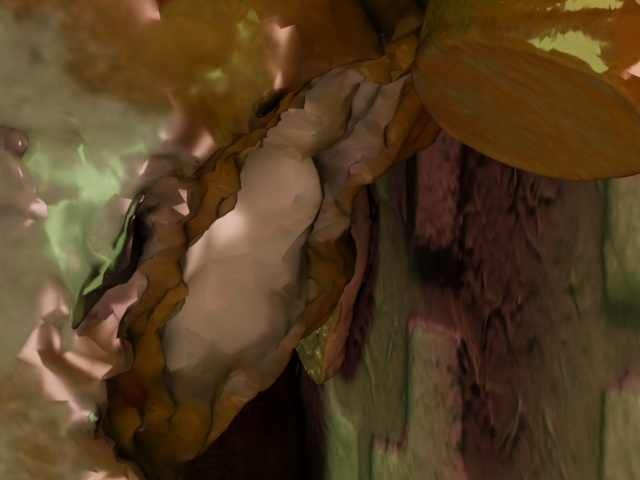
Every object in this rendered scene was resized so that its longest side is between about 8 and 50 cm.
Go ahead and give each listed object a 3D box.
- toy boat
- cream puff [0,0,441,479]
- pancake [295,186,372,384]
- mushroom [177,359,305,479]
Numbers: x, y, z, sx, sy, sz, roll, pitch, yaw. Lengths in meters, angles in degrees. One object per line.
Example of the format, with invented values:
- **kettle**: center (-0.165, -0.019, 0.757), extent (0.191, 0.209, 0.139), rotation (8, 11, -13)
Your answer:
- **toy boat**: center (0.079, -0.071, 0.551), extent (0.088, 0.089, 0.229), rotation (-54, 12, -9)
- **cream puff**: center (-0.100, -0.060, 0.742), extent (0.323, 0.274, 0.270), rotation (-62, -2, 22)
- **pancake**: center (-0.001, 0.000, 0.978), extent (0.151, 0.025, 0.152), rotation (179, 90, -75)
- **mushroom**: center (-0.076, 0.094, 1.101), extent (0.231, 0.138, 0.194), rotation (55, 131, 49)
